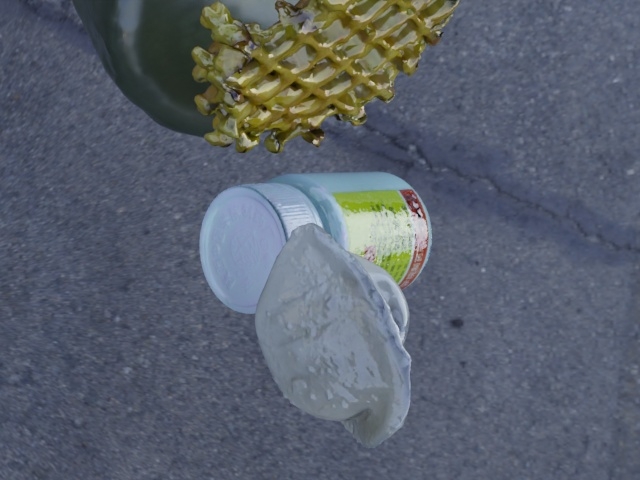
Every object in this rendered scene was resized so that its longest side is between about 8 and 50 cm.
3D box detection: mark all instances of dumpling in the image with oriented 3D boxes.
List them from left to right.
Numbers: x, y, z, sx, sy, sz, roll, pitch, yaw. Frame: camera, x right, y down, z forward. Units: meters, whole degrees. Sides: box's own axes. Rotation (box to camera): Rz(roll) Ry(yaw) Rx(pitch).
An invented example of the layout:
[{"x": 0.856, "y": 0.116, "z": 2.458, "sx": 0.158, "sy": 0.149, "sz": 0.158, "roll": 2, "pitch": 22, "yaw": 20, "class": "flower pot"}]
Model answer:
[{"x": 0.021, "y": 0.078, "z": 0.716, "sx": 0.092, "sy": 0.150, "sz": 0.176, "roll": -3, "pitch": 111, "yaw": -50, "class": "dumpling"}]

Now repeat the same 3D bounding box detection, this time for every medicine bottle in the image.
[{"x": 0.000, "y": 0.000, "z": 0.913, "sx": 0.225, "sy": 0.139, "sz": 0.139, "roll": -6, "pitch": 89, "yaw": -49, "class": "medicine bottle"}]

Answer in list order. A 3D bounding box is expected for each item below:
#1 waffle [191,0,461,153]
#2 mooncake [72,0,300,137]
[{"x": 0.009, "y": -0.154, "z": 0.693, "sx": 0.229, "sy": 0.231, "sz": 0.051, "roll": -23, "pitch": 65, "yaw": -22, "class": "waffle"}, {"x": -0.085, "y": -0.292, "z": 0.958, "sx": 0.356, "sy": 0.356, "sz": 0.194, "roll": -11, "pitch": 50, "yaw": -28, "class": "mooncake"}]
